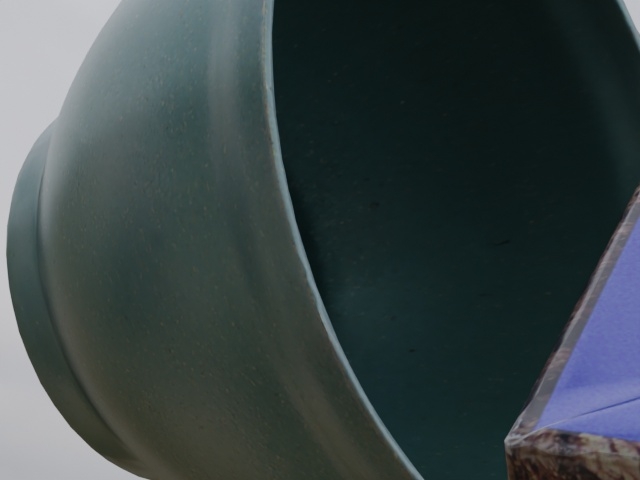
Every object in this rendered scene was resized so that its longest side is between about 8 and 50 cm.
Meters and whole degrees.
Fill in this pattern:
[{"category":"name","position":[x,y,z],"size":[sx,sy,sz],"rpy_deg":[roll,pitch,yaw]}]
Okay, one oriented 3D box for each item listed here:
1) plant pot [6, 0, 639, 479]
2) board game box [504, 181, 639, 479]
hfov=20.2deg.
[{"category":"plant pot","position":[0.000,0.000,0.725],"size":[0.196,0.293,0.293],"rpy_deg":[-17,-38,36]},{"category":"board game box","position":[0.161,0.108,0.467],"size":[0.141,0.232,0.291],"rpy_deg":[6,-57,24]}]
